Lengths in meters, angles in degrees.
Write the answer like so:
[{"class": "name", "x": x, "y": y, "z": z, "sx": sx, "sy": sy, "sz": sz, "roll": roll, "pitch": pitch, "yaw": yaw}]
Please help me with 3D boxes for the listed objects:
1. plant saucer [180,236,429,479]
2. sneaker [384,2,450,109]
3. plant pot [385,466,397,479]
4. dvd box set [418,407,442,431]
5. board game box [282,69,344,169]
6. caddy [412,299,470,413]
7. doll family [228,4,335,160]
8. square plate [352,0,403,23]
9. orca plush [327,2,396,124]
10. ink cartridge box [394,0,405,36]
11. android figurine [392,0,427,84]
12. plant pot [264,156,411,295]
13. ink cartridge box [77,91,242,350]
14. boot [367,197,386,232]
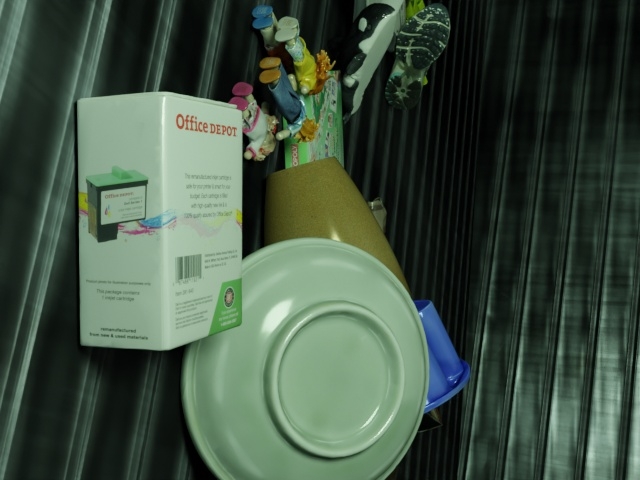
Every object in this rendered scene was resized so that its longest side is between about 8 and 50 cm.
[{"class": "plant saucer", "x": 0.006, "y": 0.194, "z": 1.266, "sx": 0.400, "sy": 0.100, "sz": 0.400, "roll": 1, "pitch": 87, "yaw": -26}, {"class": "sneaker", "x": 0.226, "y": -0.455, "z": 2.130, "sx": 0.122, "sy": 0.110, "sz": 0.283, "roll": -73, "pitch": -174, "yaw": -46}, {"class": "plant pot", "x": 0.089, "y": 0.433, "z": 1.803, "sx": 0.165, "sy": 0.167, "sz": 0.167, "roll": 78, "pitch": 22, "yaw": -50}, {"class": "dvd box set", "x": 0.141, "y": 0.168, "z": 1.843, "sx": 0.307, "sy": 0.062, "sz": 0.420, "roll": 49, "pitch": 24, "yaw": -63}, {"class": "board game box", "x": -0.008, "y": -0.155, "z": 1.649, "sx": 0.213, "sy": 0.046, "sz": 0.317, "roll": -25, "pitch": 114, "yaw": -68}, {"class": "caddy", "x": 0.082, "y": 0.238, "z": 1.528, "sx": 0.179, "sy": 0.341, "sz": 0.241, "roll": 68, "pitch": 24, "yaw": -9}, {"class": "doll family", "x": -0.047, "y": -0.241, "z": 1.423, "sx": 0.163, "sy": 0.118, "sz": 0.263, "roll": 60, "pitch": 37, "yaw": -54}, {"class": "square plate", "x": 0.143, "y": -0.557, "z": 1.845, "sx": 0.347, "sy": 0.049, "sz": 0.344, "roll": 93, "pitch": 22, "yaw": -68}, {"class": "orca plush", "x": 0.066, "y": -0.370, "z": 1.774, "sx": 0.151, "sy": 0.102, "sz": 0.287, "roll": -44, "pitch": 165, "yaw": -21}, {"class": "ink cartridge box", "x": 0.157, "y": -0.523, "z": 2.086, "sx": 0.135, "sy": 0.056, "sz": 0.099, "roll": -24, "pitch": 113, "yaw": -69}, {"class": "android figurine", "x": 0.241, "y": -0.509, "z": 2.332, "sx": 0.273, "sy": 0.056, "sz": 0.248, "roll": 52, "pitch": 43, "yaw": -58}, {"class": "plant pot", "x": 0.000, "y": 0.000, "z": 1.467, "sx": 0.237, "sy": 0.237, "sz": 0.254, "roll": -25, "pitch": 99, "yaw": -69}, {"class": "ink cartridge box", "x": -0.182, "y": -0.025, "z": 1.052, "sx": 0.201, "sy": 0.117, "sz": 0.278, "roll": -9, "pitch": 100, "yaw": -71}, {"class": "boot", "x": 0.123, "y": -0.047, "z": 2.047, "sx": 0.118, "sy": 0.042, "sz": 0.087, "roll": -46, "pitch": 127, "yaw": -65}]
